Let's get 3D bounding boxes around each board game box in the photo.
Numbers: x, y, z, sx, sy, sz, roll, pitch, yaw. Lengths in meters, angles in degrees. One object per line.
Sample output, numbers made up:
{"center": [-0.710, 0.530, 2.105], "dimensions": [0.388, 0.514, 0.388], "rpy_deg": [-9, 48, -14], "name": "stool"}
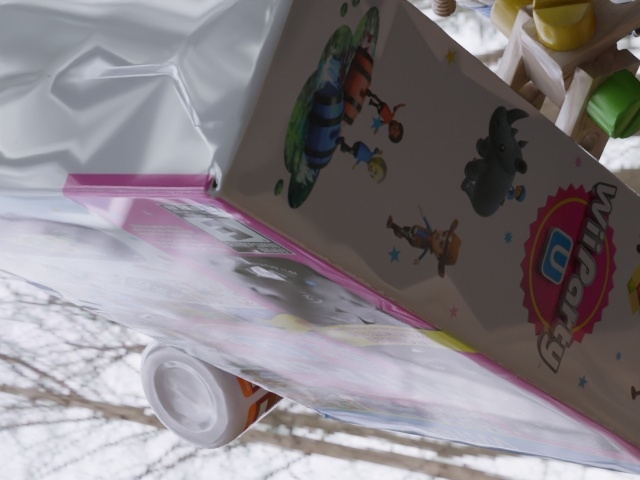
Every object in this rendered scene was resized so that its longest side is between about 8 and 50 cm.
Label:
{"center": [0.000, 0.000, 0.611], "dimensions": [0.303, 0.224, 0.097], "rpy_deg": [30, -109, -43], "name": "board game box"}

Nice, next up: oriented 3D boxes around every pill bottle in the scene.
{"center": [-0.044, 0.070, 1.015], "dimensions": [0.152, 0.086, 0.086], "rpy_deg": [-34, -66, -45], "name": "pill bottle"}

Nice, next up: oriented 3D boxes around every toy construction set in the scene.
{"center": [0.205, -0.113, 0.870], "dimensions": [0.237, 0.258, 0.308], "rpy_deg": [79, -179, -62], "name": "toy construction set"}

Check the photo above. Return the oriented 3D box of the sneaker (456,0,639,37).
{"center": [0.269, -0.261, 1.291], "dimensions": [0.147, 0.330, 0.129], "rpy_deg": [27, -118, -42], "name": "sneaker"}
